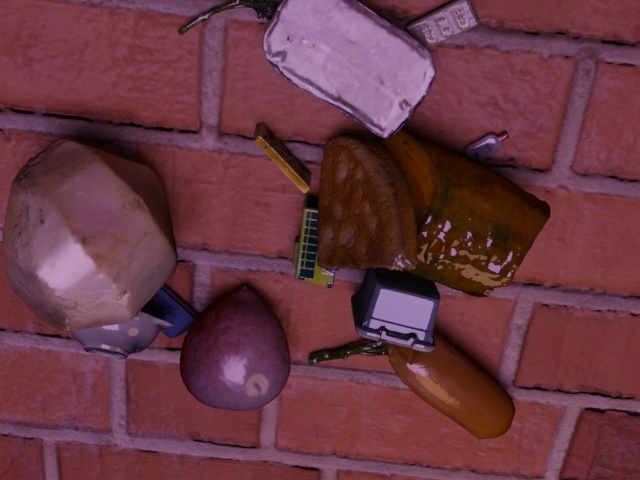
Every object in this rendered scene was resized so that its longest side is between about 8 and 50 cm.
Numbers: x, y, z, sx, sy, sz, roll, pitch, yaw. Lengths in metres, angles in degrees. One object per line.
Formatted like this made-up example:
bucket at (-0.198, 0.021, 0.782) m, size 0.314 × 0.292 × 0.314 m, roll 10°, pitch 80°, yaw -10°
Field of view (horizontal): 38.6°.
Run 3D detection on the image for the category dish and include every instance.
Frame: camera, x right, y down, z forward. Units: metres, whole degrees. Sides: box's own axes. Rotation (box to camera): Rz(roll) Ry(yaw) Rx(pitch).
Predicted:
dish at (-0.423, 0.197, 1.888) m, size 0.227 × 0.086 × 0.236 m, roll 11°, pitch 161°, yaw -2°

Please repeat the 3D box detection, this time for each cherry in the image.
cherry at (-0.177, 0.234, 1.900) m, size 0.239 × 0.206 × 0.239 m, roll 8°, pitch 126°, yaw 12°

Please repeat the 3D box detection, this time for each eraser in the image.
eraser at (-0.357, 0.123, 1.943) m, size 0.082 × 0.036 × 0.225 m, roll -37°, pitch 112°, yaw 20°

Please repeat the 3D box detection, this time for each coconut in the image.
coconut at (-0.427, -0.019, 1.705) m, size 0.352 × 0.353 × 0.353 m, roll 1°, pitch 120°, yaw 2°

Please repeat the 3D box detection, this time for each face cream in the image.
face cream at (0.319, -0.181, 1.735) m, size 0.083 × 0.021 × 0.040 m, roll -29°, pitch 115°, yaw 19°

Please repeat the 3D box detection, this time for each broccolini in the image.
broccolini at (0.080, 0.243, 1.991) m, size 0.216 × 0.058 × 0.067 m, roll -16°, pitch 80°, yaw 20°
broccolini at (-0.165, -0.405, 1.631) m, size 0.194 × 0.054 × 0.052 m, roll -7°, pitch 90°, yaw 15°

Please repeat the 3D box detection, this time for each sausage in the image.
sausage at (0.273, 0.298, 1.940) m, size 0.354 × 0.116 × 0.134 m, roll 38°, pitch 80°, yaw -26°

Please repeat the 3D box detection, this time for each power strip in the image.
power strip at (0.214, -0.383, 1.617) m, size 0.123 × 0.032 × 0.056 m, roll -24°, pitch 115°, yaw 17°

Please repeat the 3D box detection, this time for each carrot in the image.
carrot at (0.227, -0.044, 1.697) m, size 0.340 × 0.241 × 0.242 m, roll 23°, pitch 119°, yaw -12°

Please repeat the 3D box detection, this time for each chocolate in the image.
chocolate at (0.051, -0.330, 1.619) m, size 0.303 × 0.100 × 0.185 m, roll 31°, pitch 113°, yaw -14°

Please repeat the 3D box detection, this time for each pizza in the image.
pizza at (0.093, -0.075, 1.629) m, size 0.087 × 0.268 × 0.258 m, roll 4°, pitch 88°, yaw -31°

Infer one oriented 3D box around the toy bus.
toy bus at (0.000, 0.000, 1.823) m, size 0.101 × 0.088 × 0.175 m, roll 8°, pitch 118°, yaw 0°

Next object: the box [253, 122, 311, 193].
box at (-0.072, -0.159, 1.741) m, size 0.020 × 0.073 × 0.149 m, roll -36°, pitch 113°, yaw 20°

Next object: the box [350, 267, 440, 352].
box at (0.151, 0.129, 1.818) m, size 0.162 × 0.227 × 0.130 m, roll 14°, pitch 104°, yaw -4°
